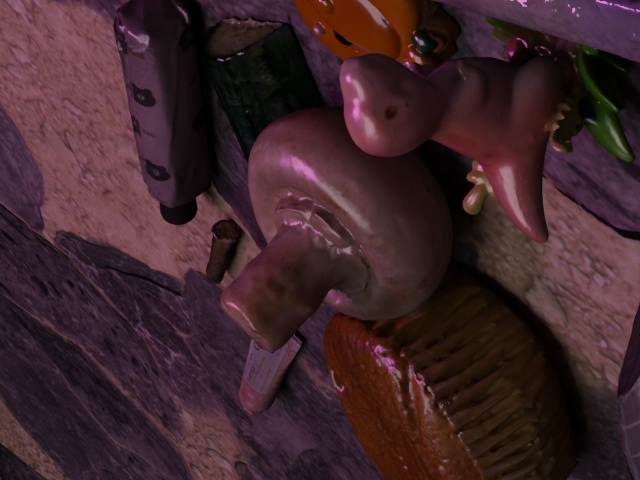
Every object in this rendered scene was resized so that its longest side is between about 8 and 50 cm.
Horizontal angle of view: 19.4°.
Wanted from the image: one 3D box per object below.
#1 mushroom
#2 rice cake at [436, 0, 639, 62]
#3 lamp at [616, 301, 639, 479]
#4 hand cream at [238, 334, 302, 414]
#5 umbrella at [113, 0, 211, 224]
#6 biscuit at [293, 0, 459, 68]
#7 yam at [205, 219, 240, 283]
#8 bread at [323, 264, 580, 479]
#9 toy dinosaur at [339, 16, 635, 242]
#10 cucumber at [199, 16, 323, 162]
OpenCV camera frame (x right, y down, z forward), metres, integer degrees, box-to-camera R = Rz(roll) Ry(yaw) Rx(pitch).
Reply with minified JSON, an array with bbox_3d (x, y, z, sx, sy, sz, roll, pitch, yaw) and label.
[{"bbox_3d":[0.001,-0.015,1.611,0.206,0.209,0.206,163,90,-84],"label":"mushroom"},{"bbox_3d":[0.157,-0.172,1.234,0.399,0.070,0.064,24,151,45],"label":"rice cake"},{"bbox_3d":[0.304,0.090,1.169,0.233,0.265,0.233,22,-172,-3],"label":"lamp"},{"bbox_3d":[-0.062,0.145,2.161,0.067,0.043,0.210,42,151,15],"label":"hand cream"},{"bbox_3d":[-0.152,-0.122,1.858,0.067,0.073,0.337,59,165,29],"label":"umbrella"},{"bbox_3d":[0.032,-0.183,1.461,0.170,0.050,0.170,39,156,21],"label":"biscuit"},{"bbox_3d":[-0.113,0.013,2.054,0.033,0.027,0.129,9,155,-8],"label":"yam"},{"bbox_3d":[0.119,0.149,1.718,0.227,0.142,0.253,32,155,50],"label":"bread"},{"bbox_3d":[0.120,-0.082,1.302,0.152,0.177,0.194,19,145,51],"label":"toy dinosaur"},{"bbox_3d":[-0.040,-0.094,1.720,0.115,0.063,0.244,23,147,47],"label":"cucumber"}]
